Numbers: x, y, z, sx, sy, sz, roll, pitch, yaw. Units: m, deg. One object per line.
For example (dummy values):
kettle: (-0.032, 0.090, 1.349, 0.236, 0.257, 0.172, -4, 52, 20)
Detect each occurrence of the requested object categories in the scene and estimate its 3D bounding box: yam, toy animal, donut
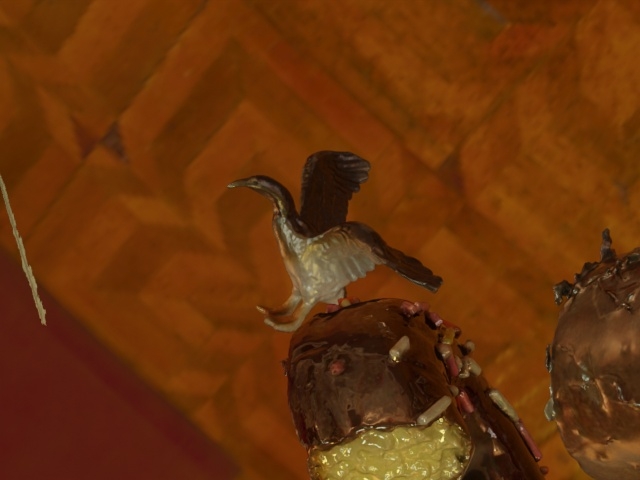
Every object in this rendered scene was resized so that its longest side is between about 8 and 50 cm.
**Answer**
yam: (0.226, 0.041, 0.805, 0.279, 0.131, 0.131, -16, 112, 48)
toy animal: (-0.010, 0.012, 1.764, 0.197, 0.272, 0.160, 13, 104, -28)
donut: (0.096, 0.179, 1.490, 0.136, 0.259, 0.345, -27, 119, 12)

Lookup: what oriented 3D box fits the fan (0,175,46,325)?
fan: (-0.220, -0.098, 1.147, 0.191, 0.009, 0.329, -46, 60, 62)
